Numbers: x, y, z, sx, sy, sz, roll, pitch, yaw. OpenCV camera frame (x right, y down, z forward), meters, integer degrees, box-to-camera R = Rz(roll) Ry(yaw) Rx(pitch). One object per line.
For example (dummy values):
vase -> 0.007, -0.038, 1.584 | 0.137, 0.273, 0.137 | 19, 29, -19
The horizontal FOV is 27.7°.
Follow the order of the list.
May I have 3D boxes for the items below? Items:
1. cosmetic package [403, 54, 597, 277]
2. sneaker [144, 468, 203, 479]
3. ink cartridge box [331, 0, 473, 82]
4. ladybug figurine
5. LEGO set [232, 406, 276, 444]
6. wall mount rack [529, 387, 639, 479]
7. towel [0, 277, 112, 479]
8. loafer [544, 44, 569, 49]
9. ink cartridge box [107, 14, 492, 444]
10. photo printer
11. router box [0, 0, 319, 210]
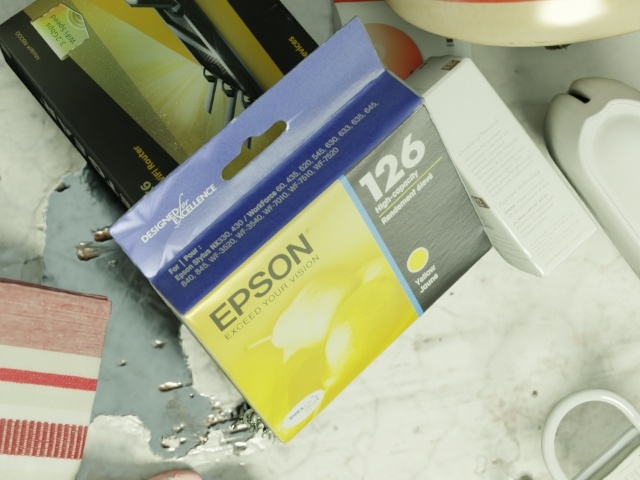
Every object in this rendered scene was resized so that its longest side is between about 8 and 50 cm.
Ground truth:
cosmetic package -> 0.172, -0.078, 1.338 | 0.085, 0.117, 0.231 | -43, 104, -5
sneaker -> -0.175, 0.261, 1.278 | 0.134, 0.070, 0.051 | -12, 86, -14
ink cartridge box -> 0.087, -0.242, 1.392 | 0.145, 0.045, 0.179 | -5, 89, -14
ladybug figurine -> 0.258, -0.343, 1.317 | 0.449, 0.162, 0.305 | -18, 50, -9
LEGO set -> -0.051, 0.178, 1.336 | 0.083, 0.023, 0.054 | -39, 94, -13
wall mount rack -> 0.381, 0.268, 1.381 | 0.304, 0.130, 0.350 | -39, 95, -9
towel -> -0.325, 0.197, 1.211 | 0.237, 0.037, 0.329 | 14, 86, -43
loafer -> 0.325, -0.287, 1.437 | 0.251, 0.094, 0.087 | -27, 129, -16
ink cartridge box -> 0.000, 0.000, 1.228 | 0.303, 0.072, 0.307 | -42, 136, -10
photo printer -> 0.343, -0.033, 1.328 | 0.107, 0.256, 0.307 | -37, 95, 7
router box -> -0.130, -0.150, 1.282 | 0.243, 0.081, 0.309 | -39, 81, -13
